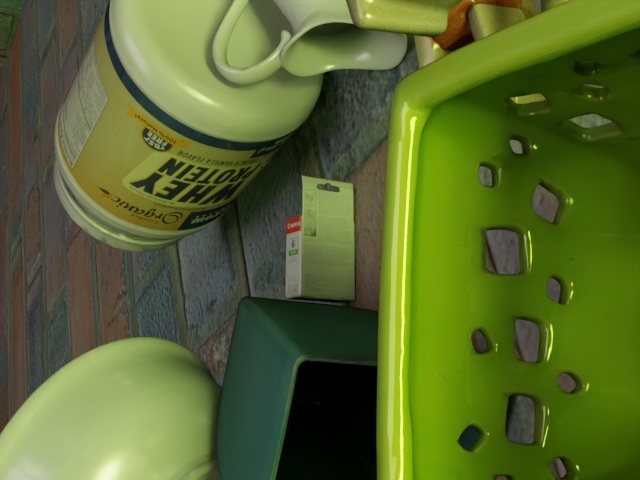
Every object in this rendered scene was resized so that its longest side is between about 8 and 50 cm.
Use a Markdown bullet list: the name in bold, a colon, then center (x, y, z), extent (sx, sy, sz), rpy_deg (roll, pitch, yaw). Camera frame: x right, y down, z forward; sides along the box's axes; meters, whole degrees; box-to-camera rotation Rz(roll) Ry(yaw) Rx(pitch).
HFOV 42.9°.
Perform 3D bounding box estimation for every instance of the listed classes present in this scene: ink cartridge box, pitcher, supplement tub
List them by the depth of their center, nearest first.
- **pitcher**: center (-0.024, -0.249, 0.761), extent (0.125, 0.177, 0.207), rpy_deg (65, -166, -70)
- **ink cartridge box**: center (0.000, 0.000, 0.777), extent (0.029, 0.062, 0.115), rpy_deg (-16, 71, 55)
- **supplement tub**: center (-0.163, -0.140, 0.911), extent (0.316, 0.228, 0.228), rpy_deg (-42, 51, 49)

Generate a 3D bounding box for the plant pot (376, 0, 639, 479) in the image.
- **plant pot**: center (0.171, 0.029, 0.348), extent (0.227, 0.207, 0.228), rpy_deg (-8, 79, 59)

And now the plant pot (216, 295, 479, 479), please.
- **plant pot**: center (0.003, 0.132, 0.662), extent (0.234, 0.165, 0.166), rpy_deg (-144, 64, -64)

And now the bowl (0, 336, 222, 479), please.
- **bowl**: center (-0.153, 0.247, 0.746), extent (0.134, 0.297, 0.298), rpy_deg (14, 98, 36)

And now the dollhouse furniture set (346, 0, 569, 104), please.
- **dollhouse furniture set**: center (0.128, -0.176, 0.407), extent (0.262, 0.259, 0.135), rpy_deg (-22, 76, 54)

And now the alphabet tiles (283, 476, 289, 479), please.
- **alphabet tiles**: center (-0.067, 0.337, 0.761), extent (0.278, 0.021, 0.284), rpy_deg (116, 165, -54)
